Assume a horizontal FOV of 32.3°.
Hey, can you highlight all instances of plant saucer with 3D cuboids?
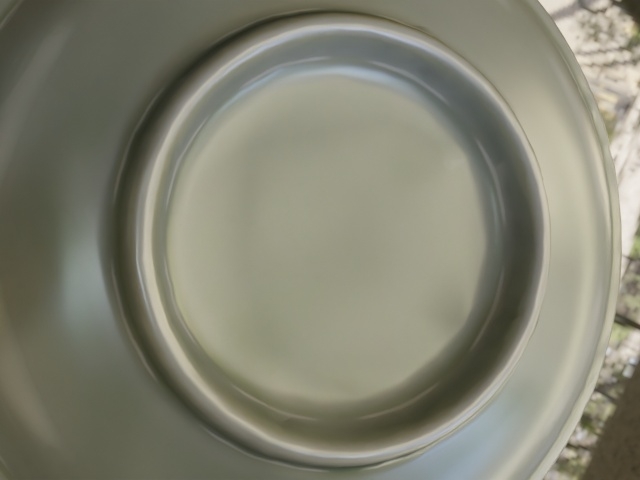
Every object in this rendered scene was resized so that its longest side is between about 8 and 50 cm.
[{"bbox_3d":[0.000,0.000,0.558,0.400,0.400,0.100,23,172,-17],"label":"plant saucer"}]
